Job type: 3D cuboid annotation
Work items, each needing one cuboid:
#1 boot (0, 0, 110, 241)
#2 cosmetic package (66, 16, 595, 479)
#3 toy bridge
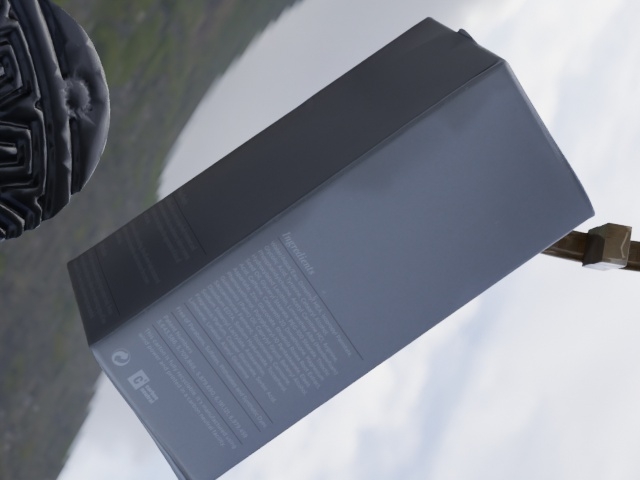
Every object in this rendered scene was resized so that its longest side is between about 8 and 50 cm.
[{"bbox_3d":[-0.309,-0.051,0.845,0.348,0.131,0.260,-17,-164,-38],"label":"boot"},{"bbox_3d":[0.000,0.000,0.833,0.238,0.107,0.127,-31,-158,0],"label":"cosmetic package"},{"bbox_3d":[0.168,0.004,0.990,0.063,0.188,0.026,124,-24,-84],"label":"toy bridge"}]
